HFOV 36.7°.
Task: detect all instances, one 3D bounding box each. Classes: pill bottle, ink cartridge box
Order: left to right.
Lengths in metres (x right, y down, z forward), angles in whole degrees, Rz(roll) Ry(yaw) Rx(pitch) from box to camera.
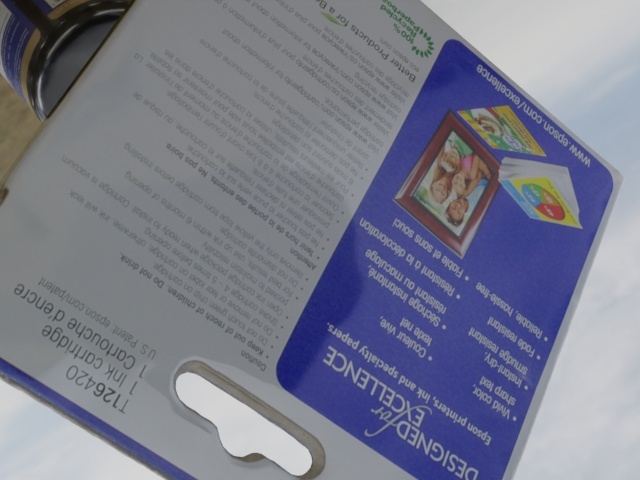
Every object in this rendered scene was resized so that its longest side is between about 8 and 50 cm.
[{"bbox_3d":[-0.221,-0.183,0.796,0.122,0.123,0.219,-36,-127,-12],"label":"pill bottle"},{"bbox_3d":[0.000,0.000,0.514,0.072,0.303,0.307,-21,-144,59],"label":"ink cartridge box"}]
